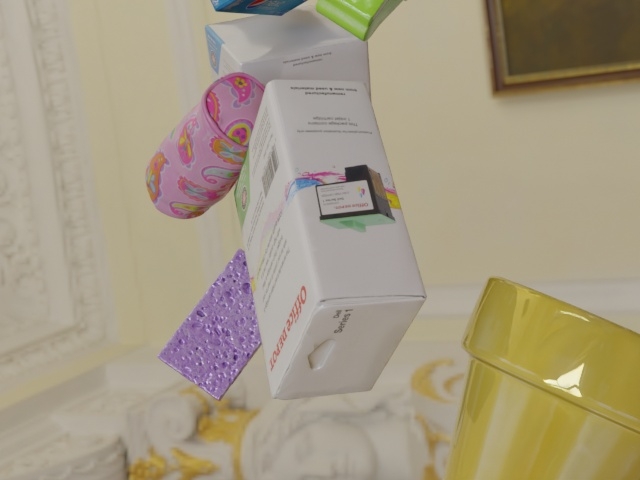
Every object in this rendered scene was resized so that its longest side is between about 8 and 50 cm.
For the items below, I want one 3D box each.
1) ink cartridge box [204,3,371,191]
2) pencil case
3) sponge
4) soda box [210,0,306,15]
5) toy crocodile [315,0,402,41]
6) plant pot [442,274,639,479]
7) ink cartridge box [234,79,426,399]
[{"bbox_3d":[-0.043,-0.191,1.747,0.198,0.197,0.270,-127,27,-56],"label":"ink cartridge box"},{"bbox_3d":[-0.150,-0.127,1.594,0.124,0.284,0.124,10,-115,-24],"label":"pencil case"},{"bbox_3d":[-0.139,0.128,1.755,0.210,0.117,0.031,-53,-6,-8],"label":"sponge"},{"bbox_3d":[-0.085,-0.361,1.600,0.071,0.067,0.210,66,-156,2],"label":"soda box"},{"bbox_3d":[0.115,-0.343,1.125,0.340,0.115,0.105,-58,-14,-6],"label":"toy crocodile"},{"bbox_3d":[0.237,0.192,1.148,0.254,0.254,0.239,23,-89,-59],"label":"plant pot"},{"bbox_3d":[0.000,0.000,1.212,0.201,0.117,0.278,113,150,-52],"label":"ink cartridge box"}]
